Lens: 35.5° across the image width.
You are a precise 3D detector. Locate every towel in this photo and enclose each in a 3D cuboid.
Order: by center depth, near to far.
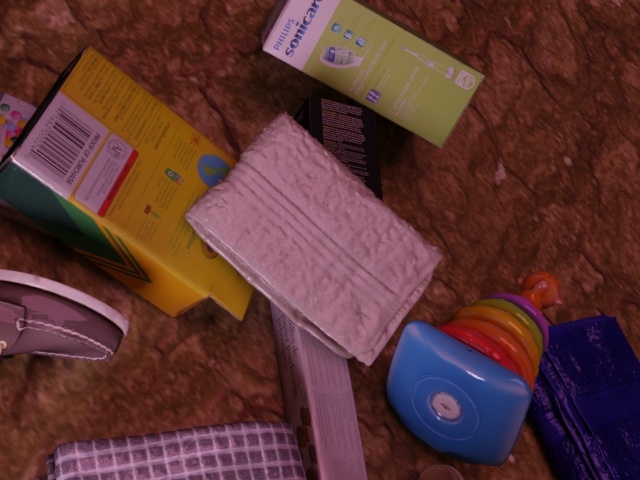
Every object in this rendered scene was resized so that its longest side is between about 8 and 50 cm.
[{"bbox_3d":[-0.133,0.307,0.993,0.284,0.121,0.235,0,60,-30],"label":"towel"},{"bbox_3d":[0.000,0.000,1.191,0.282,0.049,0.187,43,66,-8],"label":"towel"},{"bbox_3d":[0.397,0.250,1.362,0.228,0.076,0.308,-10,66,-33],"label":"towel"}]

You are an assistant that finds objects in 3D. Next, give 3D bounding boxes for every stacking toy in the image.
[{"bbox_3d":[0.229,0.126,1.281,0.175,0.165,0.302,29,43,20],"label":"stacking toy"}]

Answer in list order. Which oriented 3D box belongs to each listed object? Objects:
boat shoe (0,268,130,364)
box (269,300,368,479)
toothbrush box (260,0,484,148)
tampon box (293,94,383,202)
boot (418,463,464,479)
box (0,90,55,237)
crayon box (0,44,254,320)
[{"bbox_3d":[-0.361,0.078,1.018,0.324,0.116,0.096,18,58,-14],"label":"boat shoe"},{"bbox_3d":[0.000,0.198,1.177,0.067,0.063,0.324,6,58,-28],"label":"box"},{"bbox_3d":[0.066,-0.266,1.418,0.283,0.122,0.206,28,14,-13],"label":"toothbrush box"},{"bbox_3d":[0.009,-0.086,1.327,0.101,0.120,0.161,12,56,-21],"label":"tampon box"},{"bbox_3d":[0.109,0.331,1.101,0.165,0.077,0.213,40,43,-46],"label":"boot"},{"bbox_3d":[-0.365,-0.099,1.177,0.186,0.038,0.145,25,52,-15],"label":"box"},{"bbox_3d":[-0.203,-0.053,1.183,0.318,0.081,0.202,38,47,-20],"label":"crayon box"}]
